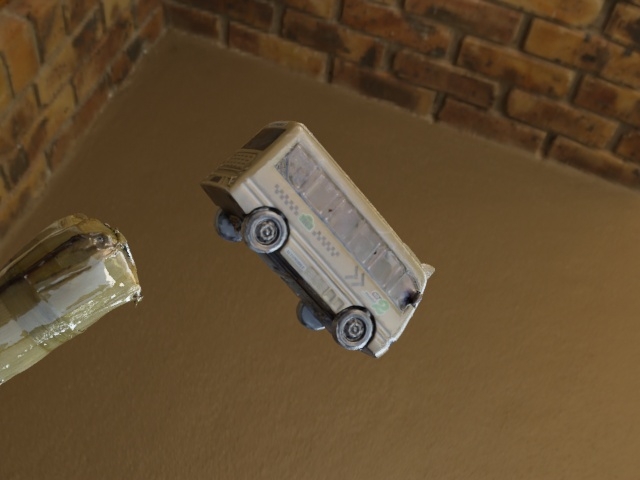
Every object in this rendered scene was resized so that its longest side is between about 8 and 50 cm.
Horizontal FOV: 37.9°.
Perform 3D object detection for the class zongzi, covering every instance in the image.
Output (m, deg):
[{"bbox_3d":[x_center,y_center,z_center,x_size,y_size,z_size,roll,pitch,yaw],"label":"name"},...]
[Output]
[{"bbox_3d":[-0.291,0.045,0.947,0.194,0.099,0.197,-34,-151,-14],"label":"zongzi"}]

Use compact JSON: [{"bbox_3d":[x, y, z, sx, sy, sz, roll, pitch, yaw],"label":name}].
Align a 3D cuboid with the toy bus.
[{"bbox_3d":[0.000,0.000,1.123,0.157,0.139,0.289,-45,-71,-11],"label":"toy bus"}]
